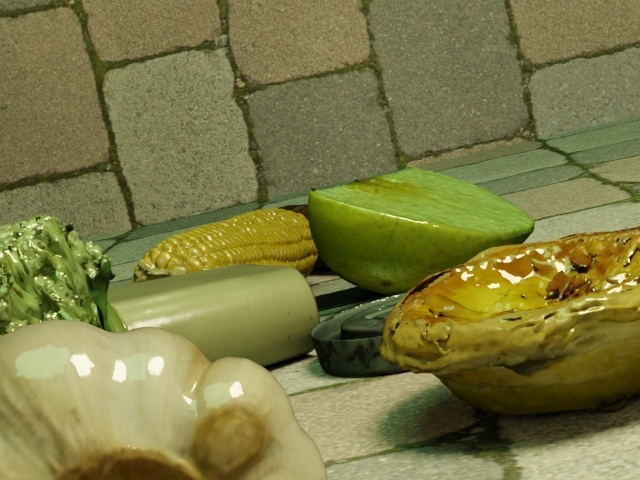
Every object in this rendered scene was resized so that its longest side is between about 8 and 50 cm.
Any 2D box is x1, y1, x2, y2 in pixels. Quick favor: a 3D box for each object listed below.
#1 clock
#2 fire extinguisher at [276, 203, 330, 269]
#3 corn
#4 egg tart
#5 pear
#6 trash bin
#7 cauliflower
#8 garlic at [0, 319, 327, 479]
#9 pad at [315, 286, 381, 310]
[{"bbox_3d":[0.097,0.090,1.506,0.215,0.042,0.215,-13,7,2],"label":"clock"},{"bbox_3d":[0.000,0.000,2.208,0.138,0.102,0.344,21,-13,-32],"label":"fire extinguisher"},{"bbox_3d":[-0.115,0.040,1.908,0.144,0.144,0.387,-9,5,29],"label":"corn"},{"bbox_3d":[0.192,0.073,1.195,0.290,0.115,0.290,-14,9,2],"label":"egg tart"},{"bbox_3d":[0.142,0.002,1.794,0.239,0.139,0.288,9,13,28],"label":"pear"},{"bbox_3d":[-0.158,0.100,1.603,0.247,0.121,0.243,-13,6,-28],"label":"trash bin"},{"bbox_3d":[-0.206,0.112,1.207,0.250,0.272,0.275,15,25,5],"label":"cauliflower"},{"bbox_3d":[-0.150,0.141,1.005,0.281,0.184,0.203,-16,-8,-17],"label":"garlic"},{"bbox_3d":[0.014,0.077,1.904,0.157,0.003,0.112,-13,7,-3],"label":"pad"}]
